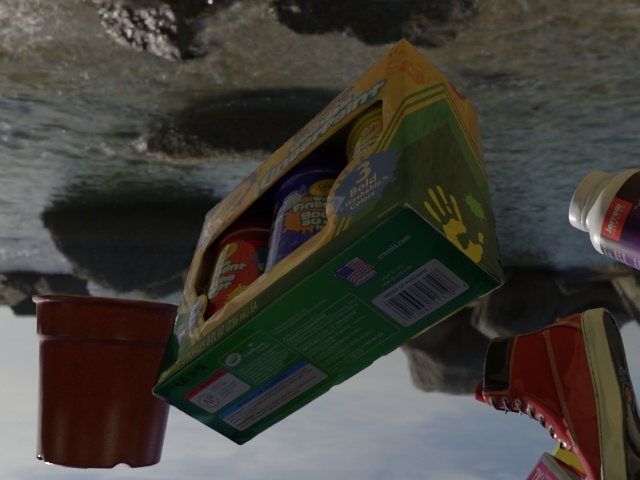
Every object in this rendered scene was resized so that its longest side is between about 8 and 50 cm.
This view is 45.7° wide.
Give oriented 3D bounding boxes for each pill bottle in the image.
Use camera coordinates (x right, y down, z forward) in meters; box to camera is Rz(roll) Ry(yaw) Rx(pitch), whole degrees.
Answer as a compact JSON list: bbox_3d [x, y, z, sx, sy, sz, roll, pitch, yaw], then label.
[{"bbox_3d":[0.647,-0.025,1.442,0.181,0.181,0.323,6,-163,-47],"label":"pill bottle"}]

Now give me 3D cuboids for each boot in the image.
[{"bbox_3d":[0.264,0.212,0.855,0.176,0.244,0.088,-23,144,32],"label":"boot"}]

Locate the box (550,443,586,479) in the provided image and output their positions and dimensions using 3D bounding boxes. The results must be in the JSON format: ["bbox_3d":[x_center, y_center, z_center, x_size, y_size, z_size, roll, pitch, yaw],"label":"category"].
[{"bbox_3d":[0.373,0.388,1.199,0.058,0.232,0.087,33,152,17],"label":"box"}]

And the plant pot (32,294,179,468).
[{"bbox_3d":[-0.359,0.237,1.279,0.272,0.265,0.272,4,170,1],"label":"plant pot"}]

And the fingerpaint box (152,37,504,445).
[{"bbox_3d":[0.000,0.000,1.010,0.163,0.371,0.445,38,124,-23],"label":"fingerpaint box"}]

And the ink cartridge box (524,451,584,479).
[{"bbox_3d":[0.253,0.442,0.985,0.065,0.311,0.186,32,-178,-2],"label":"ink cartridge box"}]
